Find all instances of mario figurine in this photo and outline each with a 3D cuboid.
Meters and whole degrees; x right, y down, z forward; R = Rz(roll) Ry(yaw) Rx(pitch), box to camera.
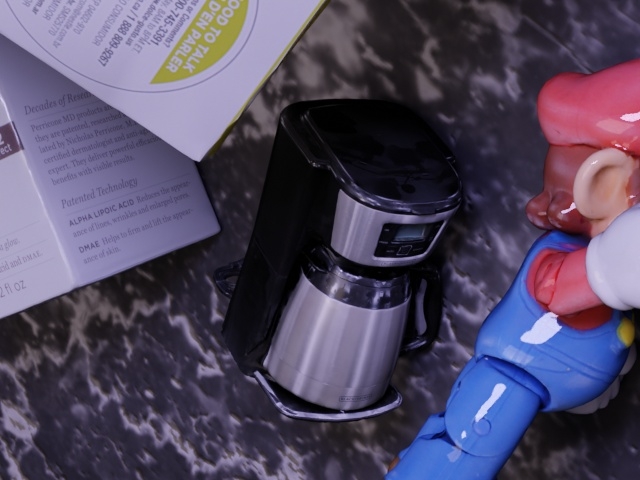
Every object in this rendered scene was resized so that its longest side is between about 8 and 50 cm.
[{"bbox_3d":[0.164,0.046,1.077,0.320,0.170,0.198,-61,29,12],"label":"mario figurine"}]

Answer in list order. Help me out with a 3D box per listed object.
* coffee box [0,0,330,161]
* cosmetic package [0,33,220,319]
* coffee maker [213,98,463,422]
[{"bbox_3d":[-0.066,-0.314,0.963,0.334,0.337,0.338,33,129,-8],"label":"coffee box"},{"bbox_3d":[-0.197,-0.053,1.363,0.151,0.151,0.183,-21,91,41],"label":"cosmetic package"},{"bbox_3d":[0.000,0.000,1.240,0.171,0.120,0.178,34,124,27],"label":"coffee maker"}]
